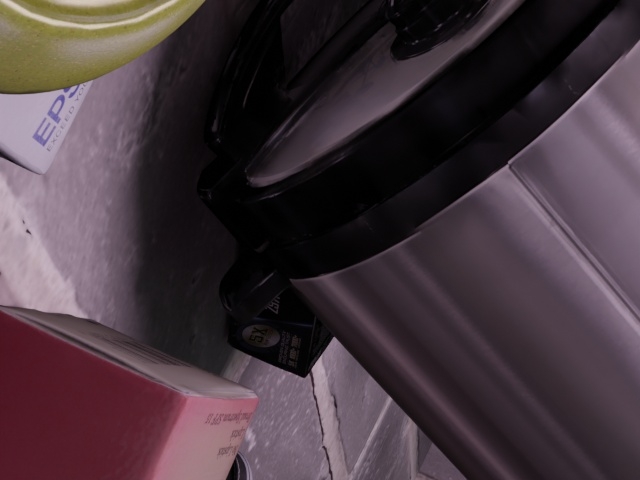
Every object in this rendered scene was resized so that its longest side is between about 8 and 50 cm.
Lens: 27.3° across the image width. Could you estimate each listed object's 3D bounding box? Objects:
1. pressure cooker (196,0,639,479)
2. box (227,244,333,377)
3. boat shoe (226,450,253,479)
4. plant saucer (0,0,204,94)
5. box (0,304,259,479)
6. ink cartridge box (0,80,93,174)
[{"bbox_3d":[0.147,-0.057,0.889,0.375,0.420,0.370,-26,-157,46],"label":"pressure cooker"},{"bbox_3d":[0.000,0.000,1.117,0.180,0.077,0.147,-52,159,-47],"label":"box"},{"bbox_3d":[-0.128,0.250,1.055,0.228,0.080,0.076,-50,161,-29],"label":"boat shoe"},{"bbox_3d":[-0.084,-0.166,0.461,0.241,0.037,0.241,-25,124,-44],"label":"plant saucer"},{"bbox_3d":[-0.148,0.167,0.734,0.232,0.126,0.148,-67,166,-1],"label":"box"},{"bbox_3d":[-0.116,-0.158,0.518,0.223,0.045,0.224,-65,165,-7],"label":"ink cartridge box"}]
